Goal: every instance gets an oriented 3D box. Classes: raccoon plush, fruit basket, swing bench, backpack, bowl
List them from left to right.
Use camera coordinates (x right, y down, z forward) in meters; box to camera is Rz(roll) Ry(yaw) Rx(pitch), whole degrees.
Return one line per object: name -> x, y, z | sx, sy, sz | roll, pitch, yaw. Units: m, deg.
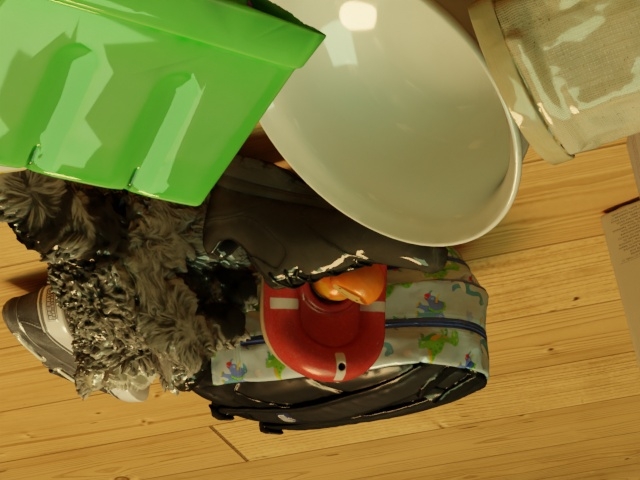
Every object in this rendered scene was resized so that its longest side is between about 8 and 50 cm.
fruit basket -> -0.174, -0.233, 0.938 | 0.392, 0.283, 0.392 | -13, 118, -25
raccoon plush -> -0.280, 0.016, 1.528 | 0.299, 0.216, 0.446 | -13, 128, 45
backpack -> 0.047, 0.129, 1.713 | 0.356, 0.273, 0.290 | 1, 162, 39
bowl -> 0.078, -0.150, 1.162 | 0.298, 0.134, 0.297 | 29, 145, 23
swing bench -> 0.243, -0.223, 0.977 | 0.253, 0.254, 0.165 | -19, 152, 23

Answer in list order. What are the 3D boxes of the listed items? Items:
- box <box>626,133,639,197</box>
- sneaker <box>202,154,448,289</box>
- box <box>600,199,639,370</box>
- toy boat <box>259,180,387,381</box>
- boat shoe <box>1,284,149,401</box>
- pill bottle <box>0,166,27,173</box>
box -> 0.441, -0.073, 1.425 | 0.181, 0.181, 0.119 | -9, 154, 4
sneaker -> 0.000, 0.000, 1.406 | 0.286, 0.130, 0.109 | 17, 177, 28
box -> 0.444, 0.082, 1.640 | 0.113, 0.275, 0.094 | -23, 152, 30
toy boat -> 0.021, 0.046, 1.495 | 0.151, 0.231, 0.151 | 2, 180, -24
boat shoe -> -0.326, 0.146, 1.781 | 0.102, 0.108, 0.301 | -11, 154, 15
pill bottle -> -0.346, -0.104, 1.203 | 0.184, 0.103, 0.103 | -11, 161, -34
